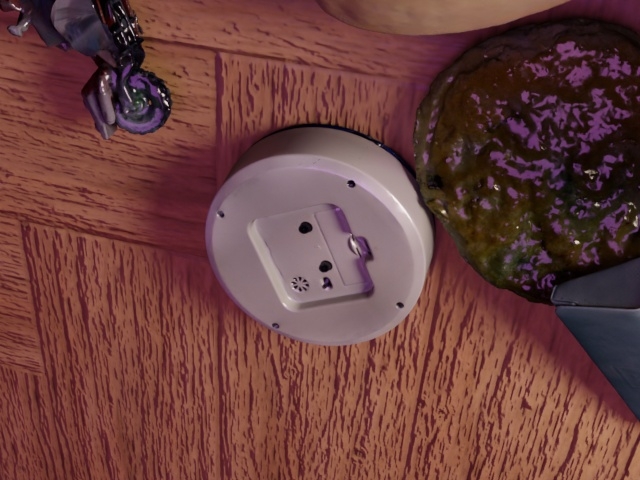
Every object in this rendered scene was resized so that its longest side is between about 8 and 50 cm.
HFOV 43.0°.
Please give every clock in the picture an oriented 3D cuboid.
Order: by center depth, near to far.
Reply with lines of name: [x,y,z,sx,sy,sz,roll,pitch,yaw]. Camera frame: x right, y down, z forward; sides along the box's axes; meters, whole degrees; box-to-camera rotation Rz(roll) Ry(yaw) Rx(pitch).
clock: [0.000,0.000,0.831,0.230,0.083,0.230,7,124,10]

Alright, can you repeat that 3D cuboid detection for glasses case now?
glasses case: [0.323,0.120,0.778,0.105,0.056,0.266,-23,131,27]

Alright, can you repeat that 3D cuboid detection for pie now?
pie: [0.218,-0.066,0.723,0.277,0.078,0.277,7,122,11]

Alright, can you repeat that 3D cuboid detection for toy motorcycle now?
toy motorcycle: [-0.228,-0.191,0.770,0.122,0.082,0.213,-11,118,21]

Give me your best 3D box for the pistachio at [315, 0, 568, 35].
pistachio: [0.123,-0.253,0.559,0.318,0.193,0.214,-27,103,38]
